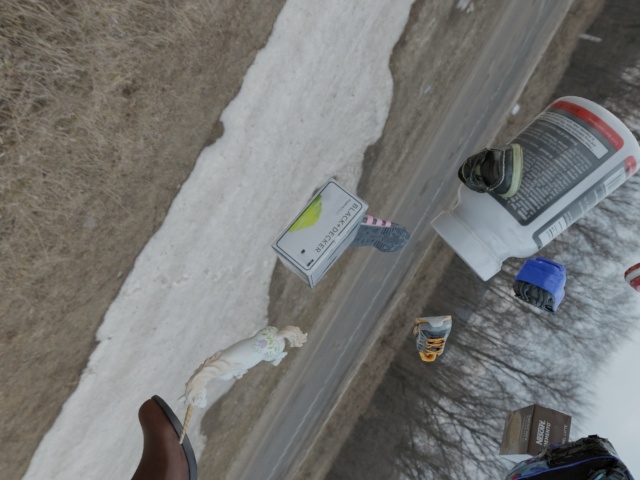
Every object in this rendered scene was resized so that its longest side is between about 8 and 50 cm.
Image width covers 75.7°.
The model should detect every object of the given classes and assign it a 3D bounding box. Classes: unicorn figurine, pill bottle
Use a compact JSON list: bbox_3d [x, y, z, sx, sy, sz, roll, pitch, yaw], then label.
[{"bbox_3d":[-0.092,0.139,0.466,0.162,0.060,0.111,-40,166,-11],"label":"unicorn figurine"},{"bbox_3d":[0.422,-0.097,0.852,0.363,0.210,0.210,-43,160,12],"label":"pill bottle"}]

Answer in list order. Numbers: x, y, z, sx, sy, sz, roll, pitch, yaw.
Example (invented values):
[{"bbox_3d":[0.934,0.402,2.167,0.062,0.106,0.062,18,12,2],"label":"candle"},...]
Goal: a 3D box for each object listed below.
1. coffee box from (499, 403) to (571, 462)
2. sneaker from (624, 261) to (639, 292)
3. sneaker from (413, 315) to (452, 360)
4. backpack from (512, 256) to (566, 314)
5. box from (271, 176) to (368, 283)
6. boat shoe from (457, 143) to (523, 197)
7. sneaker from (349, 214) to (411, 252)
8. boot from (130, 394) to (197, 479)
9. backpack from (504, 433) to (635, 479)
[{"bbox_3d":[0.619,0.573,1.201,0.246,0.098,0.141,82,29,-61],"label":"coffee box"},{"bbox_3d":[0.496,0.071,0.541,0.087,0.127,0.221,-22,155,11],"label":"sneaker"},{"bbox_3d":[0.272,0.235,0.995,0.214,0.084,0.083,71,18,-63],"label":"sneaker"},{"bbox_3d":[0.472,0.086,0.886,0.101,0.098,0.120,-61,142,-11],"label":"backpack"},{"bbox_3d":[0.000,0.000,0.843,0.169,0.087,0.290,-50,173,-7],"label":"box"},{"bbox_3d":[0.272,-0.112,0.680,0.223,0.074,0.080,-28,120,-78],"label":"boat shoe"},{"bbox_3d":[0.157,-0.044,1.312,0.319,0.131,0.112,11,123,-41],"label":"sneaker"},{"bbox_3d":[-0.300,0.369,0.525,0.281,0.263,0.096,-9,172,-34],"label":"boot"},{"bbox_3d":[0.314,0.347,0.522,0.173,0.158,0.117,-28,169,18],"label":"backpack"}]
